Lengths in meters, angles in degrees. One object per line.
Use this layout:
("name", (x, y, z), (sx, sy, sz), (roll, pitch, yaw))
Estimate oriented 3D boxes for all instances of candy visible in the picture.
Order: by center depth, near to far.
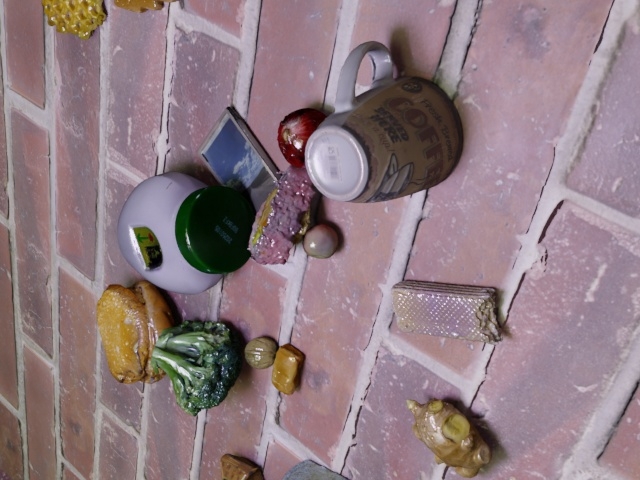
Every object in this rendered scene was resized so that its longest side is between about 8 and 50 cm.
("candy", (-0.210, 0.759, 2.154), (0.143, 0.101, 0.271), (10, 121, 45))

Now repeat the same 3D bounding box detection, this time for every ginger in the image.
("ginger", (0.270, 0.414, 1.578), (0.216, 0.102, 0.157), (43, 155, 15))

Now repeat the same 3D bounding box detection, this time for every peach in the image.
("peach", (0.000, 0.002, 1.641), (0.083, 0.083, 0.083), (18, 120, 35))

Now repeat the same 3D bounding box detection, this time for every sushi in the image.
("sushi", (-0.085, -0.058, 1.649), (0.161, 0.108, 0.241), (-150, 77, -72))

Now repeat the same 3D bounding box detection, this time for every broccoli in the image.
("broccoli", (-0.335, 0.330, 1.966), (0.245, 0.294, 0.265), (26, 97, -13))

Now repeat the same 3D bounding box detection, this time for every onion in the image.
("onion", (-0.029, -0.214, 1.544), (0.131, 0.131, 0.131), (18, 120, 35))

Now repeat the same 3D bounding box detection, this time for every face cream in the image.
("face cream", (-0.346, -0.017, 1.830), (0.357, 0.220, 0.312), (-5, 105, 45))

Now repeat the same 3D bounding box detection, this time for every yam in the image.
("yam", (-0.010, 0.761, 1.923), (0.203, 0.201, 0.271), (10, 122, 39))

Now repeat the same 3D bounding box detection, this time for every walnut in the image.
("walnut", (-0.155, 0.293, 1.908), (0.092, 0.092, 0.092), (18, 120, 35))

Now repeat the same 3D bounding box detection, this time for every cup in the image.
("cup", (0.097, -0.209, 1.342), (0.228, 0.257, 0.300), (-3, 105, 39))

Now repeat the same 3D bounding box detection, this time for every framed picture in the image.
("framed picture", (-0.187, -0.170, 1.769), (0.260, 0.023, 0.189), (54, 137, 7))

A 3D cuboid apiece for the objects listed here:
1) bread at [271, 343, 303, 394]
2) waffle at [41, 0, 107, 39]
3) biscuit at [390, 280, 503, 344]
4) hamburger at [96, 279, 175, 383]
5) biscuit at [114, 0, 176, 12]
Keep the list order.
("bread", (-0.086, 0.331, 1.881), (0.074, 0.053, 0.132), (30, 124, 27))
("waffle", (-0.662, -0.670, 1.932), (0.291, 0.051, 0.291), (16, 119, 32))
("biscuit", (0.256, 0.145, 1.496), (0.239, 0.062, 0.108), (3, 113, 41))
("hamburger", (-0.533, 0.275, 2.143), (0.290, 0.170, 0.314), (-39, 67, 52))
("biscuit", (-0.425, -0.631, 1.752), (0.239, 0.041, 0.212), (-27, 96, 44))
